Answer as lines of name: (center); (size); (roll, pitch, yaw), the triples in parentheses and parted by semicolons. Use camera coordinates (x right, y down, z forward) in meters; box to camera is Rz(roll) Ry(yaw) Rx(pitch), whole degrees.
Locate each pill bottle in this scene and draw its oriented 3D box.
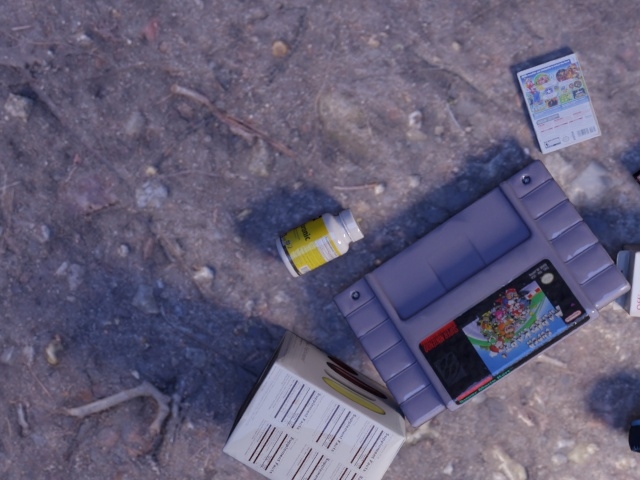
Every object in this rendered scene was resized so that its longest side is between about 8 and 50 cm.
pill bottle: (0.000, 0.000, 1.650); (0.116, 0.065, 0.065); (-26, 96, 6)

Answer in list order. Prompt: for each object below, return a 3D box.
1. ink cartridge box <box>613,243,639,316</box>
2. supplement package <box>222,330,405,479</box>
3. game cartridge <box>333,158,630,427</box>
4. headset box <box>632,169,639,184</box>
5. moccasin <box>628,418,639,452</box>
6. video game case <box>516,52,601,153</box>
ink cartridge box: (0.480, 0.056, 1.618); (0.143, 0.090, 0.092); (4, 98, 4)
supplement package: (-0.003, 0.255, 1.620); (0.203, 0.194, 0.149); (31, 99, -2)
game cartridge: (0.221, 0.077, 1.612); (0.355, 0.068, 0.230); (-35, 67, 7)
headset box: (0.485, -0.083, 1.628); (0.062, 0.032, 0.083); (-39, 93, 7)
moccasin: (0.601, 0.322, 1.614); (0.342, 0.138, 0.116); (10, 80, 6)
video game case: (0.335, -0.192, 1.632); (0.087, 0.011, 0.122); (-18, 97, 6)
